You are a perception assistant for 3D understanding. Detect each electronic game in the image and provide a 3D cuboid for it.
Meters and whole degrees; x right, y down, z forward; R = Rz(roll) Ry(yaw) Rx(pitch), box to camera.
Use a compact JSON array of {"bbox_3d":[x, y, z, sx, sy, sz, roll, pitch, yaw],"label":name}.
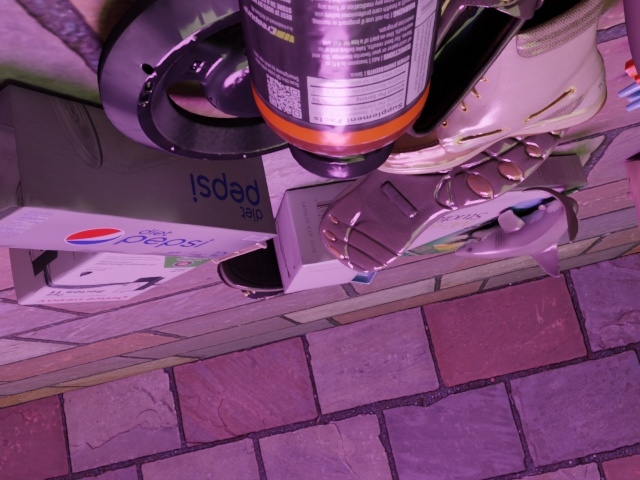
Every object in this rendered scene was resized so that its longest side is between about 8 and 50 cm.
[{"bbox_3d":[-0.043,-0.126,0.496,0.229,0.048,0.229,-17,161,-6],"label":"electronic game"}]

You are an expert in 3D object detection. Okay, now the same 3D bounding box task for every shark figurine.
[{"bbox_3d":[0.336,-0.003,1.015,0.166,0.116,0.278,-11,168,-17],"label":"shark figurine"}]

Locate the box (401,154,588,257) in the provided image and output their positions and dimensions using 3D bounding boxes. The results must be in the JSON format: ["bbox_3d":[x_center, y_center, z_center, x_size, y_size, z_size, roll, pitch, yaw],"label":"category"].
[{"bbox_3d":[0.218,-0.044,1.082,0.232,0.058,0.322,-6,166,-29],"label":"box"}]

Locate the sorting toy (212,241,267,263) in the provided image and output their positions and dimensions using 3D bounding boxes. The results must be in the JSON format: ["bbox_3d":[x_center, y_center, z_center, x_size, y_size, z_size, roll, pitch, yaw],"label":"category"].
[{"bbox_3d":[-0.130,-0.006,0.946,0.083,0.044,0.075,-18,159,22],"label":"sorting toy"}]

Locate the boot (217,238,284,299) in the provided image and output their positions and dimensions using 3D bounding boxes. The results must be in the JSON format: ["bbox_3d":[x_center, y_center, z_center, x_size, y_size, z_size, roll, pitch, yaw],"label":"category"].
[{"bbox_3d":[-0.096,0.057,1.115,0.236,0.085,0.179,-11,167,-43],"label":"boot"}]

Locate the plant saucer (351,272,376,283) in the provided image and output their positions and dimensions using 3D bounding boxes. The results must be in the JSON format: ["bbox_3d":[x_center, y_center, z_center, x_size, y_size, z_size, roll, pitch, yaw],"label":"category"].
[{"bbox_3d":[0.077,0.001,1.047,0.067,0.018,0.192,9,139,-16],"label":"plant saucer"}]

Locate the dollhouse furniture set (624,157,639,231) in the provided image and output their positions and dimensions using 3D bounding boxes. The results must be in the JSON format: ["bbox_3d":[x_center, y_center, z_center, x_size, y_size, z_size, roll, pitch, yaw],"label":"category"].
[{"bbox_3d":[0.705,-0.081,1.012,0.356,0.173,0.303,-14,-174,-9],"label":"dollhouse furniture set"}]

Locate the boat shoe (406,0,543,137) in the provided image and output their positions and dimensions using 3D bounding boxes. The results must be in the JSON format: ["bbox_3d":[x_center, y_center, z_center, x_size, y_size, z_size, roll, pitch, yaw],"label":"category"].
[{"bbox_3d":[0.103,-0.153,0.405,0.081,0.068,0.227,-13,157,-34],"label":"boat shoe"}]

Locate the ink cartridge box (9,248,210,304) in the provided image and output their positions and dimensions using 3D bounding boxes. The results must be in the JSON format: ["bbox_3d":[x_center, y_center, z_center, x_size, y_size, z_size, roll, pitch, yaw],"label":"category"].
[{"bbox_3d":[-0.237,0.006,0.780,0.208,0.086,0.153,-24,163,41],"label":"ink cartridge box"}]

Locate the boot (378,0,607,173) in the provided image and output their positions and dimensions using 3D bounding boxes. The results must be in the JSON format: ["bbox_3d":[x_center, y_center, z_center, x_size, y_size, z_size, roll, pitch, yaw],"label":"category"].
[{"bbox_3d":[0.119,-0.132,0.548,0.213,0.077,0.165,-15,157,16],"label":"boot"}]

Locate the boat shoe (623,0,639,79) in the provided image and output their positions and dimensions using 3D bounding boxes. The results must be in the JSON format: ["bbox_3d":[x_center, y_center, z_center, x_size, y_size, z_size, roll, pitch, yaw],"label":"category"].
[{"bbox_3d":[0.249,-0.180,0.427,0.096,0.112,0.335,-13,164,20],"label":"boat shoe"}]

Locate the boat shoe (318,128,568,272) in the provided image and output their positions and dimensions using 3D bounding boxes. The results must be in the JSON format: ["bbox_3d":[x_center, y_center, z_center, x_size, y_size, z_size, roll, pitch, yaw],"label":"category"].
[{"bbox_3d":[0.127,-0.088,0.736,0.324,0.123,0.116,-34,-169,36],"label":"boat shoe"}]

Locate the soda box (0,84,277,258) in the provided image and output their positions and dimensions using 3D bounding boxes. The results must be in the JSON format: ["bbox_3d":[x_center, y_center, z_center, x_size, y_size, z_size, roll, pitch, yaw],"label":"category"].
[{"bbox_3d":[-0.165,-0.046,0.608,0.091,0.098,0.286,-20,165,32],"label":"soda box"}]

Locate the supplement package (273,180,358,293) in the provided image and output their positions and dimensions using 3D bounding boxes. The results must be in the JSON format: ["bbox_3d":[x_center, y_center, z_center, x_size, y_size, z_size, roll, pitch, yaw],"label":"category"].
[{"bbox_3d":[0.000,0.000,0.948,0.105,0.105,0.179,-11,166,-13],"label":"supplement package"}]

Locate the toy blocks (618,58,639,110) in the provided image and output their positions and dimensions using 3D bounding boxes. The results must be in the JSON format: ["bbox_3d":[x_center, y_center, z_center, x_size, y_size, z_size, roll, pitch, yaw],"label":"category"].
[{"bbox_3d":[0.350,-0.173,0.675,0.123,0.054,0.148,-4,164,-38],"label":"toy blocks"}]

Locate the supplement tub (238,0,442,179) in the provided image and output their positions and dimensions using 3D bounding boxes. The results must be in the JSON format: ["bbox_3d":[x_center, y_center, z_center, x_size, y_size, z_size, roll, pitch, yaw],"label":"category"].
[{"bbox_3d":[0.010,-0.117,0.360,0.106,0.106,0.198,-12,150,-6],"label":"supplement tub"}]
